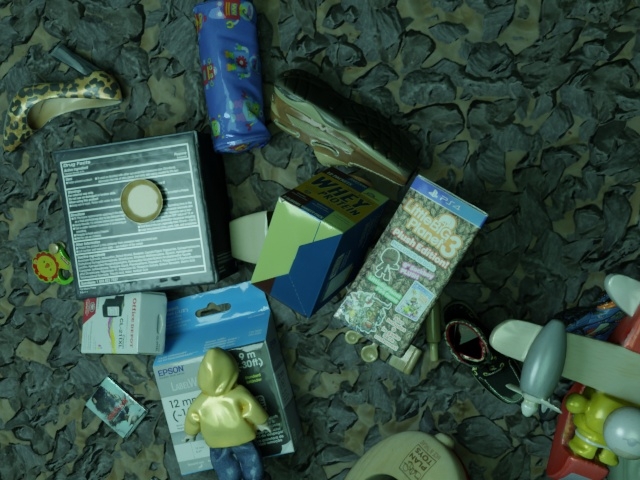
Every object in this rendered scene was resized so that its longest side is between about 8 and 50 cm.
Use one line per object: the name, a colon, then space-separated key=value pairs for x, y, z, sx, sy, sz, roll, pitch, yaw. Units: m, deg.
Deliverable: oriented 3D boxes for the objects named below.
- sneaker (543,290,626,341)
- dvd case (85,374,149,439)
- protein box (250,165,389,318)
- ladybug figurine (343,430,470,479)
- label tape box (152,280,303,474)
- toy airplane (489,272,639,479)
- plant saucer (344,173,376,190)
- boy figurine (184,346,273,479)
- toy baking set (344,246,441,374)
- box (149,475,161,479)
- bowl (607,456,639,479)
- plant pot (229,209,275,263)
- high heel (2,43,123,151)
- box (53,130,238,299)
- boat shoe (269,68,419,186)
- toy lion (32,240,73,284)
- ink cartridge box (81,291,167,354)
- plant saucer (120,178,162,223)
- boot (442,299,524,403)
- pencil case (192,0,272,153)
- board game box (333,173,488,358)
sneaker: x=0.515 y=0.167 z=1.535 sx=0.221 sy=0.083 sz=0.087 roll=-28 pitch=98 yaw=15
dvd case: x=-0.442 y=0.364 z=1.756 sx=0.119 sy=0.013 sz=0.087 roll=40 pitch=101 yaw=4
protein box: x=0.000 y=0.000 z=1.510 sx=0.136 sy=0.201 sz=0.200 roll=30 pitch=122 yaw=16
ladybug figurine: x=0.155 y=0.573 z=1.560 sx=0.305 sy=0.162 sz=0.449 roll=39 pitch=103 yaw=47
label tape box: x=-0.202 y=0.279 z=1.655 sx=0.249 sy=0.115 sz=0.348 roll=-14 pitch=94 yaw=11
toy airplane: x=0.531 y=0.255 z=1.390 sx=0.386 sy=0.272 sz=0.384 roll=-20 pitch=110 yaw=16
plant saucer: x=0.072 y=-0.108 z=1.588 sx=0.083 sy=0.083 sz=0.013 roll=21 pitch=73 yaw=8
boy figurine: x=-0.186 y=0.347 z=1.557 sx=0.177 sy=0.092 sz=0.285 roll=-15 pitch=91 yaw=11
toy baking set: x=0.145 y=0.144 z=1.621 sx=0.196 sy=0.030 sz=0.256 roll=3 pitch=96 yaw=10
box: x=-0.345 y=0.562 z=1.754 sx=0.083 sy=0.018 sz=0.067 roll=27 pitch=99 yaw=7
bowl: x=0.627 y=0.440 z=1.551 sx=0.142 sy=0.053 sz=0.142 roll=-2 pitch=94 yaw=11
plant pot: x=-0.123 y=-0.007 z=1.622 sx=0.096 sy=0.109 sz=0.109 roll=-3 pitch=95 yaw=22
high heel: x=-0.537 y=-0.258 z=1.672 sx=0.186 sy=0.093 sz=0.261 roll=34 pitch=91 yaw=12
box: x=-0.340 y=-0.053 z=1.613 sx=0.296 sy=0.183 sz=0.294 roll=-7 pitch=95 yaw=9
boat shoe: x=0.040 y=-0.205 z=1.576 sx=0.324 sy=0.122 sz=0.120 roll=36 pitch=130 yaw=8
toy lion: x=-0.573 y=0.057 z=1.745 sx=0.100 sy=0.034 sz=0.096 roll=44 pitch=108 yaw=3
ink cartridge box: x=-0.404 y=0.170 z=1.656 sx=0.175 sy=0.072 sz=0.128 roll=-6 pitch=79 yaw=35
plant saucer: x=-0.333 y=-0.074 z=1.511 sx=0.083 sy=0.015 sz=0.083 roll=1 pitch=94 yaw=9
boot: x=0.308 y=0.228 z=1.524 sx=0.085 sy=0.178 sz=0.236 roll=-36 pitch=87 yaw=11
pencil case: x=-0.169 y=-0.324 z=1.585 sx=0.119 sy=0.133 sz=0.306 roll=-8 pitch=89 yaw=54
board game box: x=0.170 y=0.050 z=1.486 sx=0.141 sy=0.232 sz=0.291 roll=31 pitch=93 yaw=9
